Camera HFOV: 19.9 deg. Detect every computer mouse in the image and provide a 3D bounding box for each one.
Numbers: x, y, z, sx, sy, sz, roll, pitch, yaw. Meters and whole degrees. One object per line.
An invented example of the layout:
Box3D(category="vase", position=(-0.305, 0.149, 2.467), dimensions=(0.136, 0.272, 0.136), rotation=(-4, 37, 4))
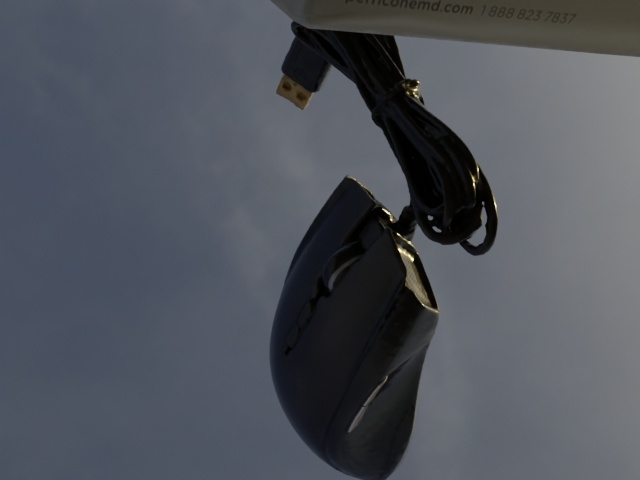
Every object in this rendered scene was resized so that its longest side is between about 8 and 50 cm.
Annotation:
Box3D(category="computer mouse", position=(0.000, 0.000, 0.910), dimensions=(0.060, 0.262, 0.184), rotation=(-12, -123, -21))

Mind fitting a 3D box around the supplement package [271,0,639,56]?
Box3D(category="supplement package", position=(0.053, -0.177, 0.383), dimensions=(0.134, 0.244, 0.139), rotation=(1, -153, -32))
